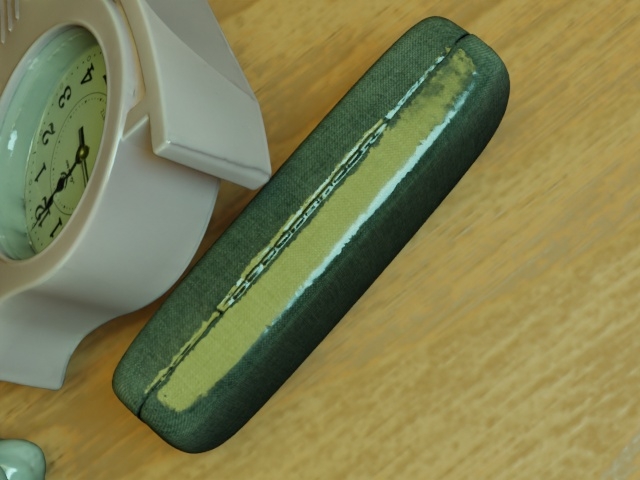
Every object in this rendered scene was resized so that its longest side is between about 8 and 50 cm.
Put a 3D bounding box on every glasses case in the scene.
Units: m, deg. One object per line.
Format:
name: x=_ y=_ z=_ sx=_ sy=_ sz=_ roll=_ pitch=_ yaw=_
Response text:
glasses case: x=0.000 y=0.000 z=0.718 sx=0.074 sy=0.131 sz=0.323 roll=40 pitch=85 yaw=17

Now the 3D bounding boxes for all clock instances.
clock: x=-0.175 y=-0.071 z=0.739 sx=0.275 sy=0.080 sz=0.290 roll=-46 pitch=47 yaw=28

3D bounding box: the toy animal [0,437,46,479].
toy animal: x=-0.308 y=0.182 z=0.608 sx=0.241 sy=0.367 sz=0.196 roll=9 pitch=82 yaw=-3
